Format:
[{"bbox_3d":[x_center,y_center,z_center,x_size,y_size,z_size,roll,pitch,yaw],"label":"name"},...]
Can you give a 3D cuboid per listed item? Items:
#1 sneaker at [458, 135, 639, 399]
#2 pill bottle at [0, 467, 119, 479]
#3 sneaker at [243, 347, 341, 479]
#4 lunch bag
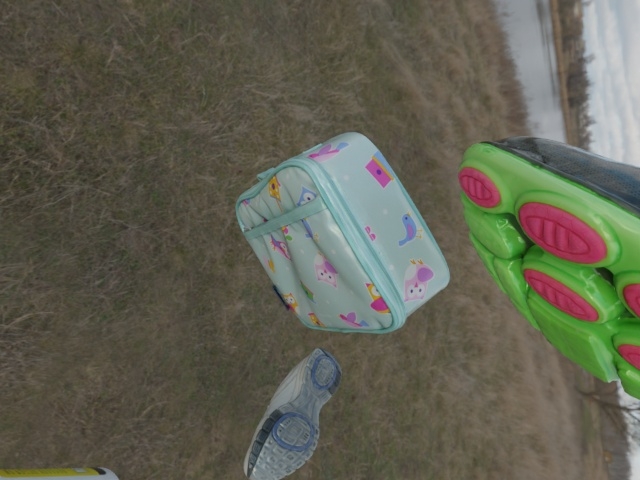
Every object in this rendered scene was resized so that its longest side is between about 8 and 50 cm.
[{"bbox_3d":[0.322,0.025,0.276,0.202,0.483,0.185,-49,144,-24],"label":"sneaker"},{"bbox_3d":[-0.343,0.321,0.482,0.208,0.119,0.119,38,52,-50],"label":"pill bottle"},{"bbox_3d":[-0.060,0.352,0.867,0.111,0.129,0.297,48,40,-4],"label":"sneaker"},{"bbox_3d":[0.000,0.000,0.533,0.108,0.279,0.224,-37,99,-27],"label":"lunch bag"}]
